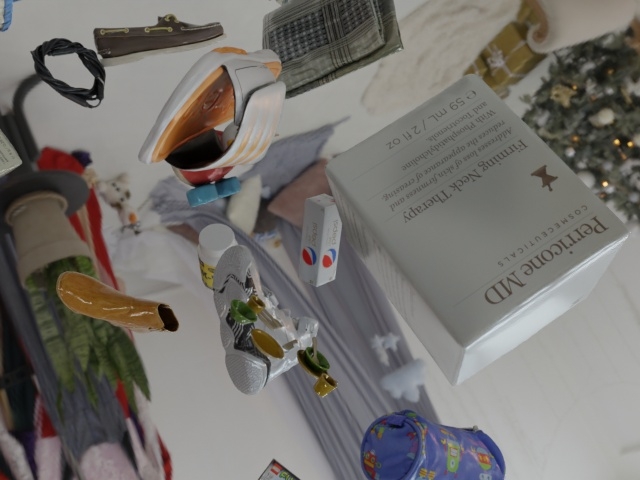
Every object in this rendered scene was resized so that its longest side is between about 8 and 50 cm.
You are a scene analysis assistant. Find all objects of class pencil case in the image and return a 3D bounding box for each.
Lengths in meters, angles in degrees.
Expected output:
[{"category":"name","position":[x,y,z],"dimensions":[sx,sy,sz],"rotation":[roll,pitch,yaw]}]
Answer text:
[{"category":"pencil case","position":[0.201,0.368,1.106],"dimensions":[0.119,0.133,0.306],"rotation":[-7,156,43]}]

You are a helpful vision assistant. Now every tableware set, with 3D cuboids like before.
[{"category":"tableware set","position":[-0.038,0.120,0.759],"dimensions":[0.024,0.154,0.104],"rotation":[-49,166,13]}]

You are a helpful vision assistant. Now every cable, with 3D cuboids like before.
[{"category":"cable","position":[-0.580,-0.401,1.504],"dimensions":[0.047,0.150,0.184],"rotation":[-14,151,41]}]

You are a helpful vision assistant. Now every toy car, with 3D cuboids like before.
[{"category":"toy car","position":[-0.215,-0.223,1.536],"dimensions":[0.238,0.219,0.210],"rotation":[-15,-173,27]}]

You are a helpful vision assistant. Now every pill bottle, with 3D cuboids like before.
[{"category":"pill bottle","position":[-0.294,0.052,1.882],"dimensions":[0.119,0.119,0.208],"rotation":[-21,147,-18]}]

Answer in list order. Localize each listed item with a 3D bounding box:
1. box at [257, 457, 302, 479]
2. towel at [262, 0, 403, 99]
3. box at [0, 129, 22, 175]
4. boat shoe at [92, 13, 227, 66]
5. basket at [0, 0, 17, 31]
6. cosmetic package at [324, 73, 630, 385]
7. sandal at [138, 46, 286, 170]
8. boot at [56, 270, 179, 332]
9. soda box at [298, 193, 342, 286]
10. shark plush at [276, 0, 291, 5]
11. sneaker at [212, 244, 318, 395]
[{"category":"box","position":[-0.076,0.683,1.700],"dimensions":[0.114,0.207,0.036],"rotation":[-52,180,-15]},{"category":"towel","position":[0.013,-0.460,1.404],"dimensions":[0.324,0.312,0.056],"rotation":[-19,139,18]},{"category":"box","position":[-0.517,-0.058,0.781],"dimensions":[0.113,0.094,0.275],"rotation":[-11,-155,48]},{"category":"boat shoe","position":[-0.398,-0.512,1.621],"dimensions":[0.325,0.096,0.116],"rotation":[-16,-161,-11]},{"category":"basket","position":[-0.817,-0.642,1.588],"dimensions":[0.289,0.201,0.255],"rotation":[-35,-179,-35]},{"category":"cosmetic package","position":[0.263,-0.009,1.183],"dimensions":[0.329,0.393,0.327],"rotation":[-33,155,-6]},{"category":"sandal","position":[-0.067,-0.120,0.591],"dimensions":[0.102,0.076,0.265],"rotation":[-50,-178,27]},{"category":"boot","position":[-0.509,0.161,1.671],"dimensions":[0.211,0.104,0.295],"rotation":[-1,152,24]},{"category":"soda box","position":[0.000,0.000,1.595],"dimensions":[0.074,0.069,0.216],"rotation":[-20,124,-45]},{"category":"shark plush","position":[-0.103,-0.718,1.805],"dimensions":[0.067,0.073,0.161],"rotation":[-41,154,-23]},{"category":"sneaker","position":[-0.128,0.168,1.536],"dimensions":[0.210,0.365,0.137],"rotation":[-19,-158,-39]}]
